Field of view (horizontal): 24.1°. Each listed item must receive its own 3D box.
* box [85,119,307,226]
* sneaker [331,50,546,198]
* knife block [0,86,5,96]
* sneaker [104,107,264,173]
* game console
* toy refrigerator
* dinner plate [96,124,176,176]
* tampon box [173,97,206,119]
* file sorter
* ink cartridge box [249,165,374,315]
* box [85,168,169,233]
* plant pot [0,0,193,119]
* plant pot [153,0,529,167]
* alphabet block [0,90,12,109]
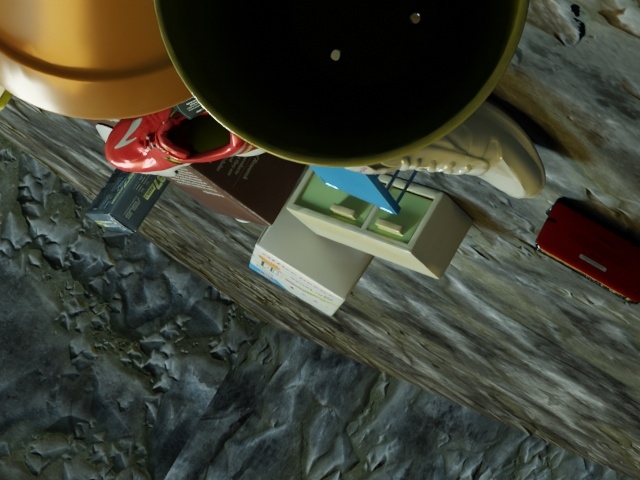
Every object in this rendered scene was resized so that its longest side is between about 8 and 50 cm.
[{"bbox_3d":[-0.220,-0.181,2.280,0.381,0.143,0.191,39,167,-31],"label":"box"},{"bbox_3d":[0.103,-0.113,1.623,0.305,0.152,0.114,32,168,-15],"label":"sneaker"},{"bbox_3d":[-0.462,-0.284,2.152,0.088,0.275,0.242,33,-171,-12],"label":"knife block"},{"bbox_3d":[-0.196,-0.148,2.049,0.279,0.107,0.118,-9,-174,32],"label":"sneaker"},{"bbox_3d":[0.329,0.019,1.821,0.144,0.124,0.085,30,144,4],"label":"game console"},{"bbox_3d":[0.080,-0.040,2.190,0.269,0.102,0.094,22,167,45],"label":"toy refrigerator"},{"bbox_3d":[-0.282,-0.131,2.270,0.141,0.017,0.141,30,169,7],"label":"dinner plate"},{"bbox_3d":[-0.163,-0.244,1.783,0.120,0.101,0.161,-20,133,42],"label":"tampon box"},{"bbox_3d":[0.045,-0.128,1.851,0.118,0.104,0.170,24,169,30],"label":"file sorter"},{"bbox_3d":[0.000,0.000,2.427,0.171,0.168,0.232,31,169,0],"label":"ink cartridge box"},{"bbox_3d":[-0.286,-0.120,2.487,0.059,0.232,0.183,36,168,-17],"label":"box"},{"bbox_3d":[-0.203,-0.286,1.381,0.291,0.291,0.203,28,154,13],"label":"plant pot"},{"bbox_3d":[0.029,-0.196,1.223,0.275,0.275,0.293,30,-175,4],"label":"plant pot"},{"bbox_3d":[-0.556,-0.329,2.381,0.193,0.192,0.197,33,171,-21],"label":"alphabet block"}]
